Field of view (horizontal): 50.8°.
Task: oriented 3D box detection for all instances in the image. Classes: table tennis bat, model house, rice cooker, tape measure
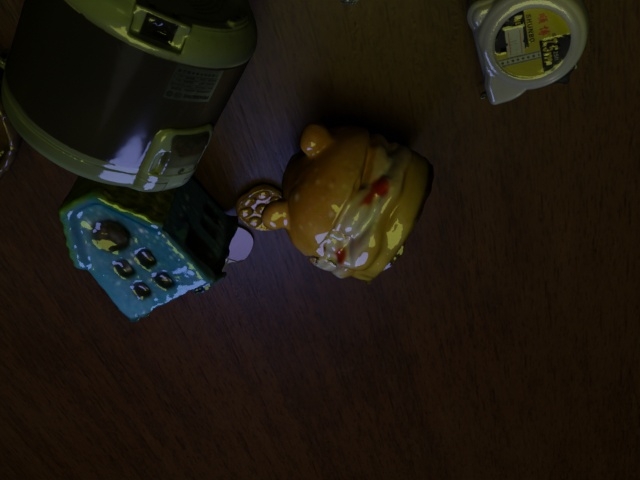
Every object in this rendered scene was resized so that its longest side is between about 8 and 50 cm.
[{"bbox_3d":[-0.196,0.026,1.426,0.087,0.013,0.156,19,126,-15],"label":"table tennis bat"},{"bbox_3d":[-0.332,-0.044,1.234,0.216,0.237,0.303,-27,121,20],"label":"model house"},{"bbox_3d":[-0.282,-0.259,1.005,0.335,0.335,0.325,25,125,-17],"label":"rice cooker"},{"bbox_3d":[0.329,-0.326,1.067,0.179,0.105,0.196,-6,127,17],"label":"tape measure"}]

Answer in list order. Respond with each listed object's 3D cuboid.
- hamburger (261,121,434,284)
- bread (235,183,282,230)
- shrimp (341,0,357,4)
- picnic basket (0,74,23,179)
[{"bbox_3d":[0.036,-0.076,1.177,0.237,0.276,0.276,23,126,-13],"label":"hamburger"},{"bbox_3d":[-0.114,-0.064,1.340,0.110,0.024,0.110,1,130,1],"label":"bread"},{"bbox_3d":[0.055,-0.435,1.014,0.065,0.056,0.165,27,136,0],"label":"shrimp"},{"bbox_3d":[-0.675,-0.155,1.104,0.337,0.337,0.293,-29,122,23],"label":"picnic basket"}]
